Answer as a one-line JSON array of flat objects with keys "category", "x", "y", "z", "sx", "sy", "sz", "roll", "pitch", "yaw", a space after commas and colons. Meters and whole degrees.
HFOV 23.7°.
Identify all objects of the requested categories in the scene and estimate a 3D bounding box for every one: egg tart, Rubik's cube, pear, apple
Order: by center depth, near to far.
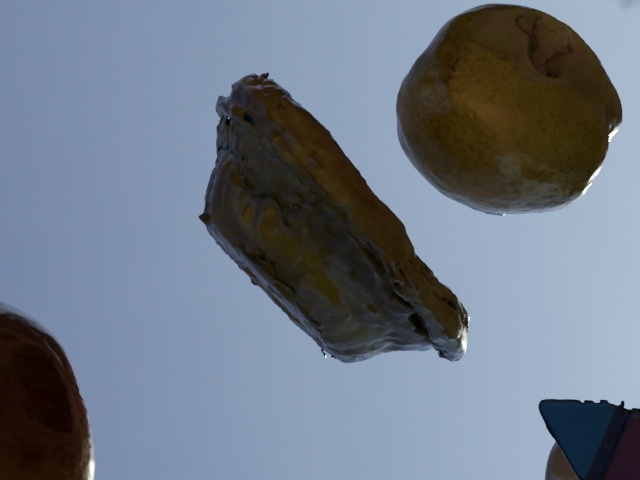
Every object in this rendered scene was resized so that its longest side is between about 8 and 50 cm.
[{"category": "Rubik's cube", "x": 0.349, "y": 0.206, "z": 1.190, "sx": 0.284, "sy": 0.234, "sz": 0.250, "roll": 17, "pitch": -126, "yaw": -18}, {"category": "apple", "x": -0.390, "y": 0.200, "z": 1.569, "sx": 0.301, "sy": 0.301, "sz": 0.302, "roll": 29, "pitch": -137, "yaw": -31}, {"category": "egg tart", "x": 0.000, "y": 0.000, "z": 1.618, "sx": 0.388, "sy": 0.169, "sz": 0.388, "roll": 48, "pitch": 177, "yaw": 4}, {"category": "pear", "x": 0.229, "y": -0.154, "z": 1.844, "sx": 0.271, "sy": 0.271, "sz": 0.271, "roll": 29, "pitch": -137, "yaw": -31}]

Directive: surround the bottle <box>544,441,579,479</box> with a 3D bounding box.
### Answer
[{"category": "bottle", "x": 0.367, "y": 0.259, "z": 1.595, "sx": 0.147, "sy": 0.236, "sz": 0.148, "roll": 22, "pitch": -117, "yaw": -51}]
